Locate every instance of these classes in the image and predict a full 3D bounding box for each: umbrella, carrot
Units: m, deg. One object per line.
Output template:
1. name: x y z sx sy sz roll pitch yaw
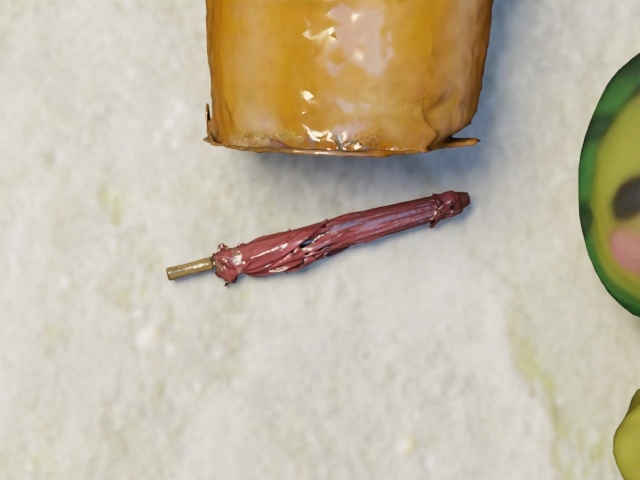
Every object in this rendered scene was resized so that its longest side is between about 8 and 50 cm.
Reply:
1. umbrella: 0.000 0.000 0.933 0.165 0.027 0.025 -15 64 -5
2. carrot: 0.028 -0.172 0.875 0.195 0.196 0.254 -2 96 -7

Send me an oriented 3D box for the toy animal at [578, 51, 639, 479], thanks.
1. toy animal: 0.250 0.047 0.885 0.216 0.191 0.338 -23 81 36
